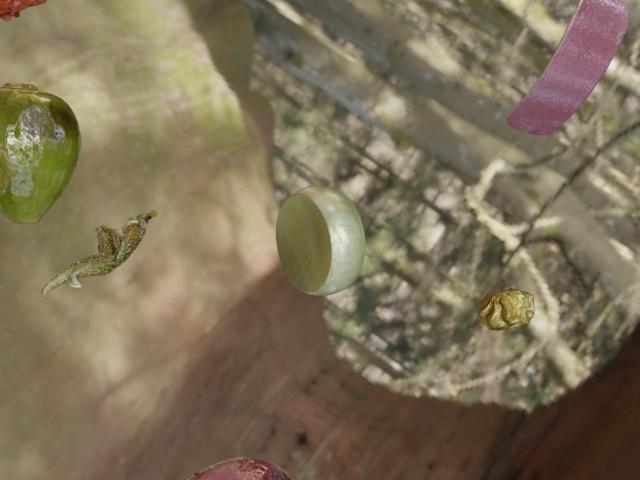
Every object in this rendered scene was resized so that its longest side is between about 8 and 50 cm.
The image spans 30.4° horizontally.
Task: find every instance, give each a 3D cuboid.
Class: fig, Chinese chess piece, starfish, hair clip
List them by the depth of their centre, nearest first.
[{"bbox_3d":[0.209,-0.143,0.989,0.137,0.054,0.022,-60,-152,27],"label":"hair clip"},{"bbox_3d":[-0.286,0.019,1.513,0.176,0.053,0.208,-30,-171,7],"label":"starfish"},{"bbox_3d":[0.000,0.000,1.530,0.058,0.144,0.144,-10,138,-35],"label":"Chinese chess piece"},{"bbox_3d":[-0.503,-0.152,1.981,0.207,0.230,0.207,-9,162,-3],"label":"fig"}]

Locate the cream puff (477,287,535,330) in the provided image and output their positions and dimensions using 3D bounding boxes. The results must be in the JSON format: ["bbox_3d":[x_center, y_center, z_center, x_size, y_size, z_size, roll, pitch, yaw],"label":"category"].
[{"bbox_3d":[0.267,0.097,1.694,0.083,0.083,0.058,-42,132,-68],"label":"cream puff"}]

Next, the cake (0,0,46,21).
[{"bbox_3d":[-0.329,-0.333,1.090,0.151,0.177,0.283,35,59,-51],"label":"cake"}]

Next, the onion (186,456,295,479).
[{"bbox_3d":[-0.104,0.296,1.187,0.159,0.195,0.159,23,65,-61],"label":"onion"}]
